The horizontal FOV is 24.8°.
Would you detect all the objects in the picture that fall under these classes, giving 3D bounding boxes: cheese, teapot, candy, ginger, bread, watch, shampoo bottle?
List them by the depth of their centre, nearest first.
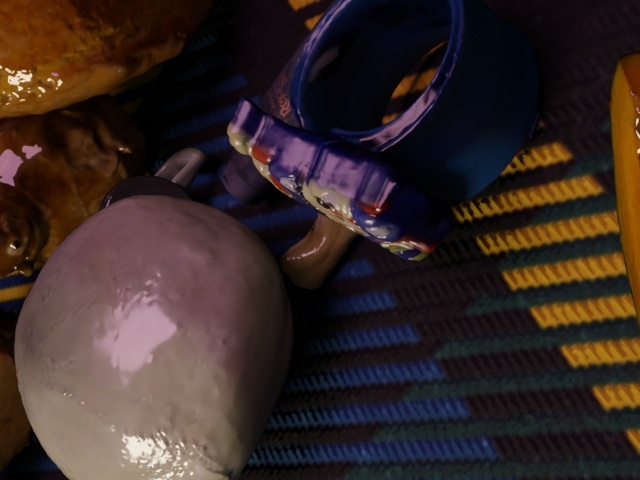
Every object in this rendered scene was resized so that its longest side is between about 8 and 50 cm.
[{"bbox_3d":[0.061,-0.096,1.056,0.196,0.171,0.200,25,84,41],"label":"watch"},{"bbox_3d":[0.000,0.000,1.174,0.083,0.044,0.030,-56,24,24],"label":"cheese"},{"bbox_3d":[-0.148,0.095,1.196,0.295,0.185,0.295,-23,62,53],"label":"candy"},{"bbox_3d":[-0.004,-0.127,1.224,0.234,0.049,0.087,-51,40,27],"label":"shampoo bottle"},{"bbox_3d":[-0.155,-0.024,1.367,0.092,0.124,0.091,68,164,-15],"label":"teapot"},{"bbox_3d":[-0.259,-0.235,1.398,0.312,0.312,0.172,23,137,53],"label":"bread"},{"bbox_3d":[-0.343,-0.047,1.494,0.357,0.152,0.274,14,59,51],"label":"ginger"}]

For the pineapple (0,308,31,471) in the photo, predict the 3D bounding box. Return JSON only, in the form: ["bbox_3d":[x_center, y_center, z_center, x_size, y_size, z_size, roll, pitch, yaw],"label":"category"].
[{"bbox_3d":[-0.415,0.115,1.541,0.202,0.202,0.362,-65,30,10],"label":"pineapple"}]

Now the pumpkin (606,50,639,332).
[{"bbox_3d":[0.249,0.019,0.829,0.130,0.149,0.254,-10,54,3],"label":"pumpkin"}]
